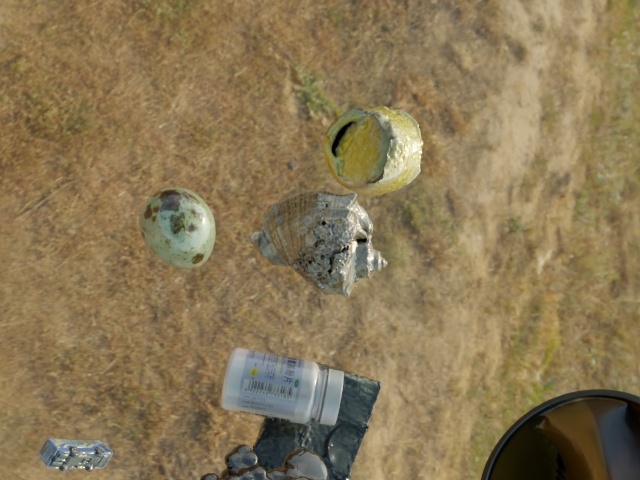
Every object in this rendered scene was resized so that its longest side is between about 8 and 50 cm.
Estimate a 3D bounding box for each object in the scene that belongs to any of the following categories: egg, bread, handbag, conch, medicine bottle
[{"bbox_3d":[-0.328,-0.022,1.761,0.169,0.169,0.231,-60,150,-34],"label":"egg"},{"bbox_3d":[0.108,-0.188,1.557,0.170,0.197,0.197,-5,83,-70],"label":"bread"},{"bbox_3d":[-0.009,0.329,1.299,0.175,0.088,0.270,24,60,7],"label":"handbag"},{"bbox_3d":[0.000,0.000,1.324,0.246,0.163,0.178,11,72,3],"label":"conch"},{"bbox_3d":[-0.061,0.240,1.226,0.187,0.102,0.102,11,68,0],"label":"medicine bottle"}]

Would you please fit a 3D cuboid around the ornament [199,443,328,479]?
[{"bbox_3d":[0.011,0.272,0.491,0.251,0.106,0.260,19,42,-12],"label":"ornament"}]

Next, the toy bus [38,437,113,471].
[{"bbox_3d":[-0.495,0.432,1.529,0.051,0.061,0.153,-55,149,5],"label":"toy bus"}]

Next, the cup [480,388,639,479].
[{"bbox_3d":[0.345,0.381,0.886,0.308,0.242,0.292,-49,120,-13],"label":"cup"}]
